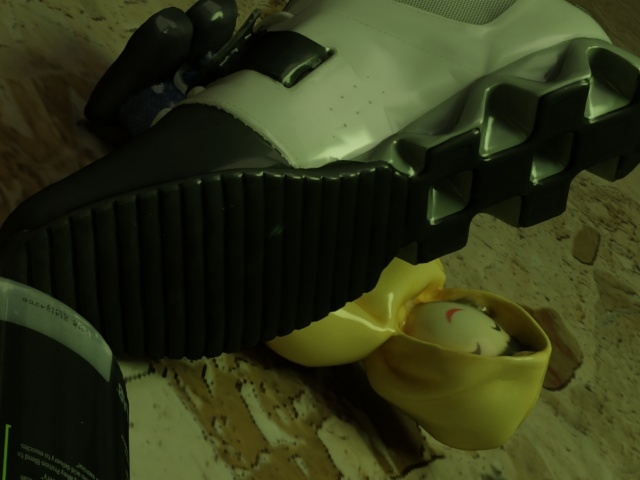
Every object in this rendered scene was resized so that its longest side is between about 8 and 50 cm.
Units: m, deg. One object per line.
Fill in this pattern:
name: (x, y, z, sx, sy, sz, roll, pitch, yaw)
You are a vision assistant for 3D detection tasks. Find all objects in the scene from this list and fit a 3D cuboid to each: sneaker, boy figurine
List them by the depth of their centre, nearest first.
sneaker: (-0.011, -0.051, 0.759, 0.330, 0.122, 0.146, -18, 53, -24)
boy figurine: (0.000, 0.000, 0.845, 0.285, 0.092, 0.177, 46, 33, 11)

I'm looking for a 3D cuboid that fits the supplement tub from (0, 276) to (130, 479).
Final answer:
supplement tub: (-0.113, 0.107, 0.467, 0.117, 0.117, 0.190, 32, 27, -27)
